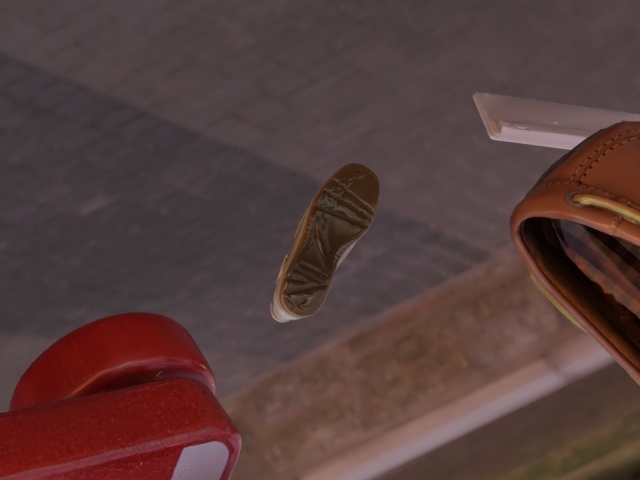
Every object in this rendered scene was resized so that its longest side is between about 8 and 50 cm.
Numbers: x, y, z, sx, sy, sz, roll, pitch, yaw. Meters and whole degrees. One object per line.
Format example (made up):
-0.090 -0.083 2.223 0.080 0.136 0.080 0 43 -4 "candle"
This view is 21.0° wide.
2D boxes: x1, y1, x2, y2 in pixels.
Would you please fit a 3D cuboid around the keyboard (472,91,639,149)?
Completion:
0.241 -0.077 1.283 0.256 0.072 0.014 7 114 -11 "keyboard"

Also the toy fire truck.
-0.156 0.179 0.806 0.253 0.169 0.302 -7 138 -34 "toy fire truck"

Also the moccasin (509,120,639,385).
0.266 0.088 0.952 0.147 0.380 0.139 -38 172 -47 "moccasin"

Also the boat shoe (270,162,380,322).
0.001 0.001 1.484 0.153 0.056 0.048 -66 -165 -21 "boat shoe"
